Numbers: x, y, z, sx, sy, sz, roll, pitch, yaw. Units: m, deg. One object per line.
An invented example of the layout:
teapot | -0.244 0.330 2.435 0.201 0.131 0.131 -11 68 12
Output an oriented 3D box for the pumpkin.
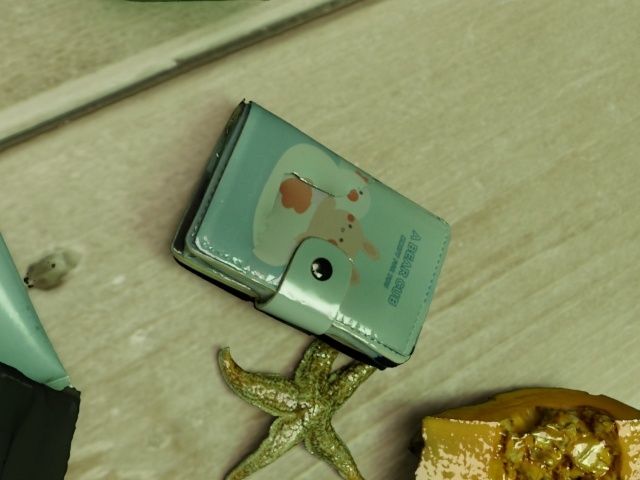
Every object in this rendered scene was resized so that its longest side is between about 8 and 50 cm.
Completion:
pumpkin | 0.202 0.226 0.841 0.248 0.126 0.131 2 97 -3

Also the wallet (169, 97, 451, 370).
wallet | 0.000 0.000 0.771 0.250 0.075 0.176 30 65 -20

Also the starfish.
starfish | -0.009 0.168 0.793 0.223 0.050 0.217 -44 113 -11

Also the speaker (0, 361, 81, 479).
speaker | -0.391 0.139 0.573 0.388 0.184 0.180 12 76 -3

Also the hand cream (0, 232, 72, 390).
hand cream | -0.304 0.000 0.668 0.111 0.070 0.312 -19 105 -23
